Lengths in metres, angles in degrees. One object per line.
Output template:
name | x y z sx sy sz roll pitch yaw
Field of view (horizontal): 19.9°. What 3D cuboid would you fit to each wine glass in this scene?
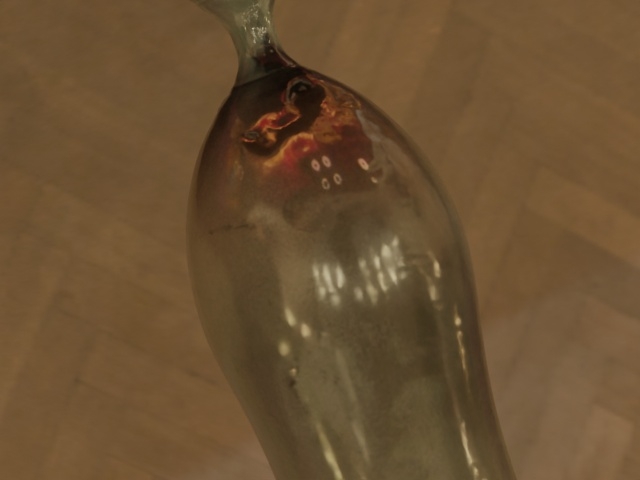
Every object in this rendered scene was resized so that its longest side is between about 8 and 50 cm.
wine glass | 0.000 0.000 0.593 0.093 0.093 0.202 -21 95 -25
